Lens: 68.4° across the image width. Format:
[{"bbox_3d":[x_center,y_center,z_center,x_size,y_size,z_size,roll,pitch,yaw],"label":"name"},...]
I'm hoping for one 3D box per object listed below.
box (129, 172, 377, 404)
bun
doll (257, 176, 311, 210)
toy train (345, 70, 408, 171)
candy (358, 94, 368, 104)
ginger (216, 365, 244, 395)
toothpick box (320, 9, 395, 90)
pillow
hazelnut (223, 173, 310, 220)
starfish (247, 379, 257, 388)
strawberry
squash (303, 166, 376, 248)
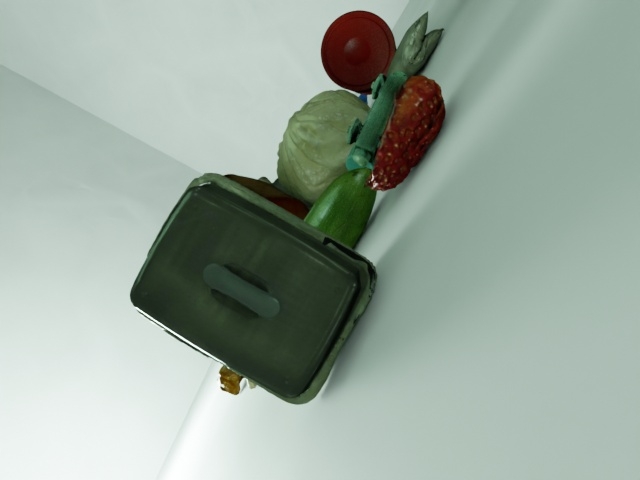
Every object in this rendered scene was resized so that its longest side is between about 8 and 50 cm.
[{"bbox_3d":[-0.090,0.061,0.630,0.221,0.290,0.166,-61,-4,0],"label":"box"},{"bbox_3d":[0.009,-0.258,1.281,0.352,0.227,0.349,-62,6,-14],"label":"bun"},{"bbox_3d":[-0.157,-0.074,1.948,0.382,0.252,0.379,-62,-24,-25],"label":"doll"},{"bbox_3d":[0.129,-0.253,1.043,0.159,0.101,0.248,95,-160,-70],"label":"toy train"},{"bbox_3d":[0.106,-0.409,1.722,0.331,0.077,0.187,-64,6,-3],"label":"candy"},{"bbox_3d":[-0.227,0.357,1.246,0.103,0.073,0.162,-51,-7,-42],"label":"ginger"},{"bbox_3d":[0.127,-0.539,1.392,0.204,0.204,0.333,-59,-1,19],"label":"toothpick box"},{"bbox_3d":[0.218,-0.450,1.157,0.134,0.077,0.181,-62,6,-9],"label":"pillow"},{"bbox_3d":[-0.191,0.007,1.226,0.366,0.365,0.366,-59,8,15],"label":"hazelnut"},{"bbox_3d":[-0.119,0.198,1.141,0.299,0.060,0.302,-65,8,-9],"label":"starfish"},{"bbox_3d":[0.137,-0.158,0.729,0.121,0.082,0.188,-12,-57,-75],"label":"strawberry"},{"bbox_3d":[-0.015,0.038,0.872,0.395,0.107,0.107,-58,9,23],"label":"squash"}]
